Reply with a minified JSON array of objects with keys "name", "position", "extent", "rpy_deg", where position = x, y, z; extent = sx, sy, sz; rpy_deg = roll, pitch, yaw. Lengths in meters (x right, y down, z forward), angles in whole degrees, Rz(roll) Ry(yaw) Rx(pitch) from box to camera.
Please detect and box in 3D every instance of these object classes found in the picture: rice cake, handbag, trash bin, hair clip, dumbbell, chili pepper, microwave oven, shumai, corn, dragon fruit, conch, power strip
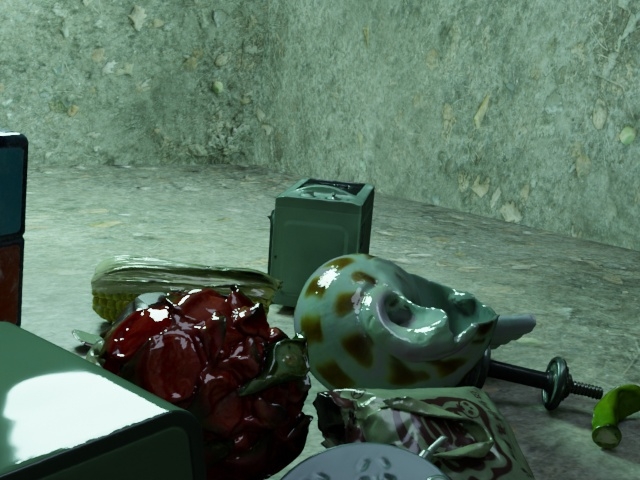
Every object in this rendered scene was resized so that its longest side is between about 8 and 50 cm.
[{"name":"rice cake","position":[0.214,0.150,1.375],"extent":[0.198,0.037,0.189],"rpy_deg":[7,-23,-24]},{"name":"handbag","position":[0.122,0.235,0.876],"extent":[0.235,0.127,0.213],"rpy_deg":[1,41,-22]},{"name":"trash bin","position":[-0.276,0.185,0.723],"extent":[0.223,0.158,0.343],"rpy_deg":[-16,21,-36]},{"name":"hair clip","position":[-0.309,0.148,1.306],"extent":[0.137,0.022,0.054],"rpy_deg":[0,14,-34]},{"name":"dumbbell","position":[0.286,0.196,1.251],"extent":[0.254,0.110,0.110],"rpy_deg":[14,11,0]},{"name":"chili pepper","position":[0.418,0.242,1.212],"extent":[0.050,0.052,0.201],"rpy_deg":[-26,-6,32]},{"name":"microwave oven","position":[0.000,0.000,1.686],"extent":[0.181,0.237,0.295],"rpy_deg":[7,12,7]},{"name":"shumai","position":[-0.231,0.134,1.184],"extent":[0.201,0.120,0.201],"rpy_deg":[4,13,-1]},{"name":"corn","position":[-0.217,0.090,1.395],"extent":[0.305,0.123,0.122],"rpy_deg":[7,9,-3]},{"name":"dragon fruit","position":[-0.141,0.172,0.901],"extent":[0.234,0.234,0.293],"rpy_deg":[-6,-19,-48]},{"name":"conch","position":[0.085,0.122,1.205],"extent":[0.249,0.197,0.368],"rpy_deg":[-3,22,-15]},{"name":"power strip","position":[0.035,0.236,0.739],"extent":[0.216,0.044,0.137],"rpy_deg":[-25,43,-19]}]

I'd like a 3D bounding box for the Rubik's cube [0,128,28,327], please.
[{"name":"Rubik's cube","position":[-0.627,-0.013,1.178],"extent":[0.313,0.316,0.318],"rpy_deg":[11,13,21]}]
